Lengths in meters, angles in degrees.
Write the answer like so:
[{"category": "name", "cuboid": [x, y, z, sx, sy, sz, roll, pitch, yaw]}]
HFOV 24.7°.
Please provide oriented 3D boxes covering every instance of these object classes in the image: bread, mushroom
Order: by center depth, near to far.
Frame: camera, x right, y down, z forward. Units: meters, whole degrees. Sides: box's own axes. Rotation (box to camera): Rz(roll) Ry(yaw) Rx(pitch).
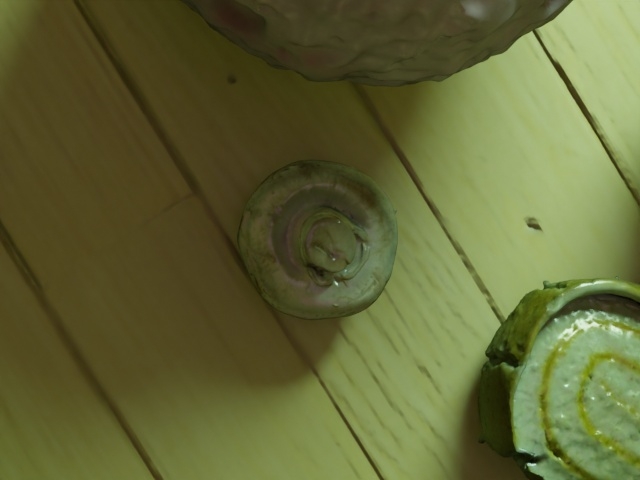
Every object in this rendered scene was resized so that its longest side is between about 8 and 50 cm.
[{"category": "mushroom", "cuboid": [0.000, 0.000, 0.743, 0.084, 0.067, 0.083, 0, 92, -14]}, {"category": "bread", "cuboid": [0.159, 0.088, 0.763, 0.156, 0.064, 0.117, 34, 89, -6]}]

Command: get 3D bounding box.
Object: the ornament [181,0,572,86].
[{"category": "ornament", "cuboid": [0.035, -0.193, 0.663, 0.225, 0.259, 0.259, 39, 84, -11]}]
